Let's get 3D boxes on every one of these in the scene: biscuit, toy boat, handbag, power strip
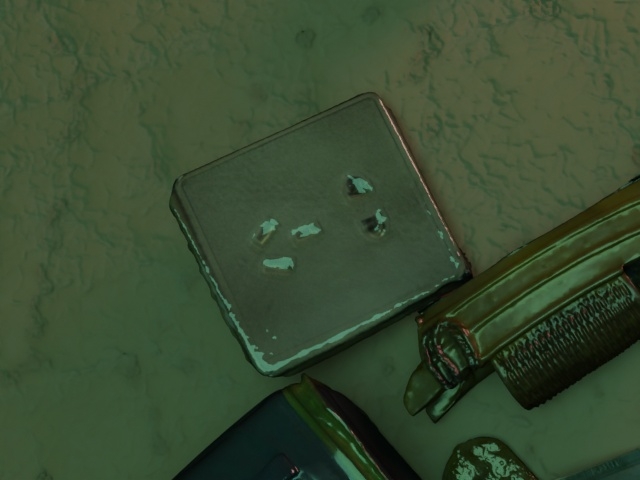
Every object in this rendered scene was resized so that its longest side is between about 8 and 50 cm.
[{"bbox_3d":[0.162,0.230,1.441,0.071,0.018,0.147,-44,77,8],"label":"biscuit"},{"bbox_3d":[0.204,0.055,1.408,0.310,0.089,0.115,-31,70,9],"label":"toy boat"},{"bbox_3d":[-0.014,0.272,1.379,0.241,0.222,0.263,-44,75,2],"label":"handbag"},{"bbox_3d":[0.000,0.000,1.476,0.213,0.064,0.198,-25,78,-3],"label":"power strip"}]

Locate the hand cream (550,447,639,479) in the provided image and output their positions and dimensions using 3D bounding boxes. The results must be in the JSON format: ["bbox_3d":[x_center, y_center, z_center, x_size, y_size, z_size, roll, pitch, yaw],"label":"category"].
[{"bbox_3d":[0.294,0.321,1.378,0.111,0.070,0.312,-21,80,-9],"label":"hand cream"}]
